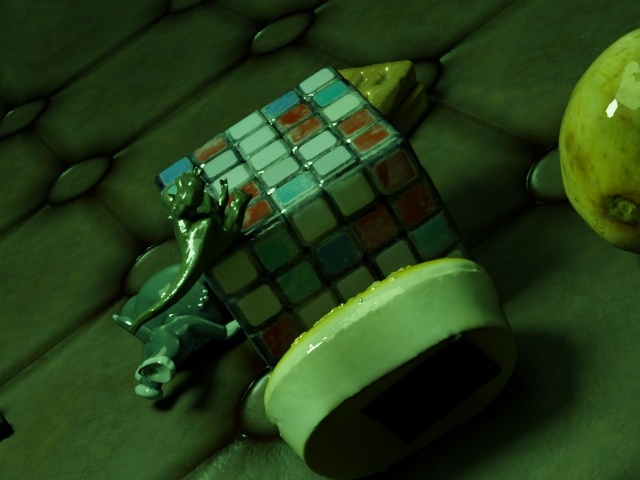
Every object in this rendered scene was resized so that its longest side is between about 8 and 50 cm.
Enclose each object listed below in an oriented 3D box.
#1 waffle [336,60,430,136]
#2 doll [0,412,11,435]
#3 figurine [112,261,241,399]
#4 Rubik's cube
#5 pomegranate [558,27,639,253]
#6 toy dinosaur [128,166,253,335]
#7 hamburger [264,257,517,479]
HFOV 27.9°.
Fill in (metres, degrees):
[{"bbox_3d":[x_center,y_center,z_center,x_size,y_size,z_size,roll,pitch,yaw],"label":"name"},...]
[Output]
[{"bbox_3d":[0.011,-0.146,2.030,0.224,0.098,0.328,0,42,44],"label":"waffle"},{"bbox_3d":[-0.579,0.316,1.892,0.248,0.088,0.127,-34,30,-12],"label":"doll"},{"bbox_3d":[-0.221,0.126,1.803,0.193,0.140,0.265,-38,2,25],"label":"figurine"},{"bbox_3d":[0.000,0.000,1.636,0.292,0.287,0.293,-33,31,-1],"label":"Rubik's cube"},{"bbox_3d":[0.392,-0.120,1.494,0.260,0.260,0.260,-23,31,15],"label":"pomegranate"},{"bbox_3d":[-0.147,0.011,1.462,0.187,0.087,0.179,-114,44,-73],"label":"toy dinosaur"},{"bbox_3d":[0.075,0.136,1.442,0.295,0.227,0.151,-28,54,0],"label":"hamburger"}]
